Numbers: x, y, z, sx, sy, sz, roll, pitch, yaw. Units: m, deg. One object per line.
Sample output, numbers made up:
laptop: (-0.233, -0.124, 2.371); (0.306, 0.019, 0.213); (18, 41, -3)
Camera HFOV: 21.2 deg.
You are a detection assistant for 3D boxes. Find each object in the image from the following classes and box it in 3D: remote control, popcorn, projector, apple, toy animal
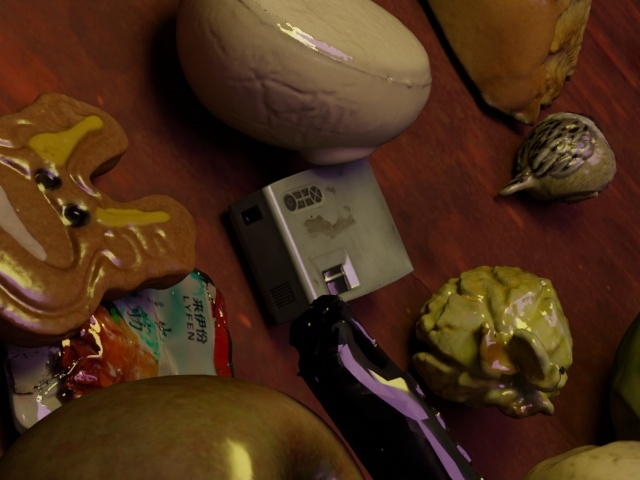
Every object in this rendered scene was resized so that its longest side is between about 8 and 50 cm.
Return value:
remote control: (0.106, 0.209, 1.133); (0.398, 0.062, 0.144); (55, -5, -3)
popcorn: (0.155, 0.086, 1.512); (0.141, 0.162, 0.135); (23, 83, 4)
projector: (0.000, 0.000, 1.435); (0.147, 0.061, 0.115); (-20, 85, -51)
apple: (-0.090, 0.210, 1.089); (0.257, 0.234, 0.256); (29, 53, -46)
toy animal: (0.233, -0.084, 1.727); (0.137, 0.098, 0.098); (-3, 72, -27)

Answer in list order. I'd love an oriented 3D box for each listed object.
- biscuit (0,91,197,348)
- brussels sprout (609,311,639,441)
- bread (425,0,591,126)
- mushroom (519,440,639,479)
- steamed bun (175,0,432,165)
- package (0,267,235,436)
biscuit: (-0.210, -0.011, 1.188); (0.186, 0.044, 0.295); (48, 38, 8)
brussels sprout: (0.417, 0.186, 1.672); (0.344, 0.268, 0.344); (-4, 95, -44)
bread: (0.208, -0.256, 1.748); (0.251, 0.133, 0.174); (60, 37, -6)
mushroom: (0.242, 0.344, 1.350); (0.315, 0.315, 0.356); (34, 64, -33)
steamed bun: (-0.019, -0.142, 1.418); (0.228, 0.130, 0.177); (14, 29, -36)
package: (-0.142, 0.079, 1.252); (0.232, 0.040, 0.166); (16, 57, -44)
